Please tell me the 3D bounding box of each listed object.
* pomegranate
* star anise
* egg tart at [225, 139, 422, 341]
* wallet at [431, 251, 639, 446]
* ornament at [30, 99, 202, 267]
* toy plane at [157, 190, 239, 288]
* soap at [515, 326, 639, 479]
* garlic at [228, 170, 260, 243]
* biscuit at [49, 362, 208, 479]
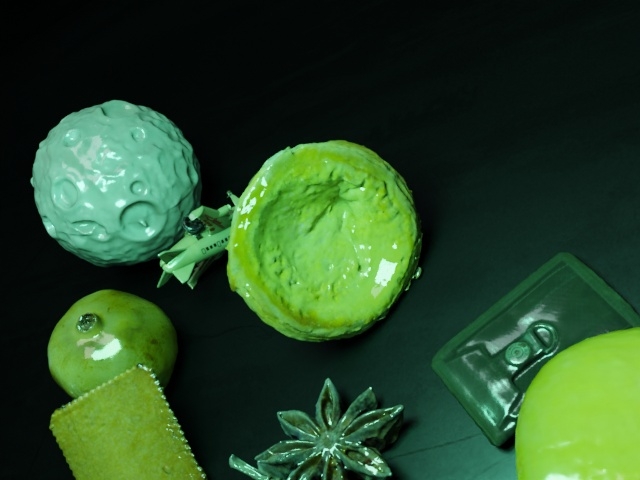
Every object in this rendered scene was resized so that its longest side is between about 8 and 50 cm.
[{"bbox_3d":[-0.360,0.197,1.419,0.233,0.233,0.233,-24,44,26],"label":"pomegranate"},{"bbox_3d":[0.004,0.293,1.112,0.262,0.081,0.230,-21,45,13],"label":"star anise"},{"bbox_3d":[0.000,0.000,1.223,0.315,0.315,0.120,-53,17,-8],"label":"egg tart"},{"bbox_3d":[0.272,0.132,1.037,0.245,0.052,0.168,-40,43,4],"label":"wallet"},{"bbox_3d":[-0.400,-0.105,1.613,0.337,0.337,0.337,-24,44,26],"label":"ornament"},{"bbox_3d":[-0.198,-0.009,1.498,0.104,0.242,0.256,37,57,14],"label":"toy plane"},{"bbox_3d":[0.406,0.210,0.773,0.427,0.115,0.306,-1,51,18],"label":"soap"},{"bbox_3d":[-0.060,-0.026,1.382,0.245,0.160,0.245,-162,90,-79],"label":"garlic"},{"bbox_3d":[-0.315,0.341,1.300,0.237,0.013,0.232,-30,85,21],"label":"biscuit"}]
